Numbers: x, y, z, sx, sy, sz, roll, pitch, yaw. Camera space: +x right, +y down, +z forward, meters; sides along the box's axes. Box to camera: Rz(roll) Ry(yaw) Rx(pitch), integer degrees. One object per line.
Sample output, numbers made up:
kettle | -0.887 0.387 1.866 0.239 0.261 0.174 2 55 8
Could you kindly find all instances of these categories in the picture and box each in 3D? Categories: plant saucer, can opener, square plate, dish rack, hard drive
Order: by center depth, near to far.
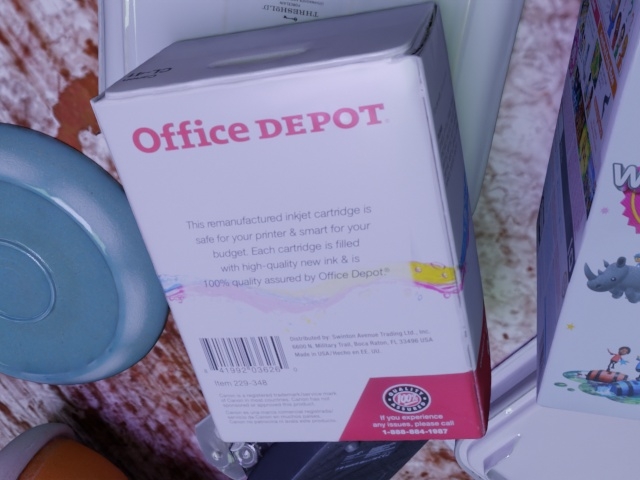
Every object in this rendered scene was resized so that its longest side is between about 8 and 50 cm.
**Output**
square plate | -0.022 -0.187 0.577 0.347 0.049 0.344 12 124 8
dish rack | 0.307 0.190 0.723 0.285 0.072 0.333 38 120 -10
hard drive | 0.013 0.224 0.763 0.172 0.054 0.255 -4 141 -36
can opener | -0.011 0.144 0.776 0.283 0.095 0.076 -39 86 19
plant saucer | -0.312 0.034 0.788 0.317 0.044 0.318 6 122 10

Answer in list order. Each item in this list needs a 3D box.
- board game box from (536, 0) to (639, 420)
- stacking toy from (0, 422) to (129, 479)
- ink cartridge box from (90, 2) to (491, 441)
board game box | 0.207 -0.071 0.481 0.097 0.224 0.303 7 128 10
stacking toy | -0.148 0.416 0.802 0.479 0.351 0.351 15 122 1
ink cartridge box | 0.000 0.000 0.579 0.226 0.131 0.306 -4 118 18
